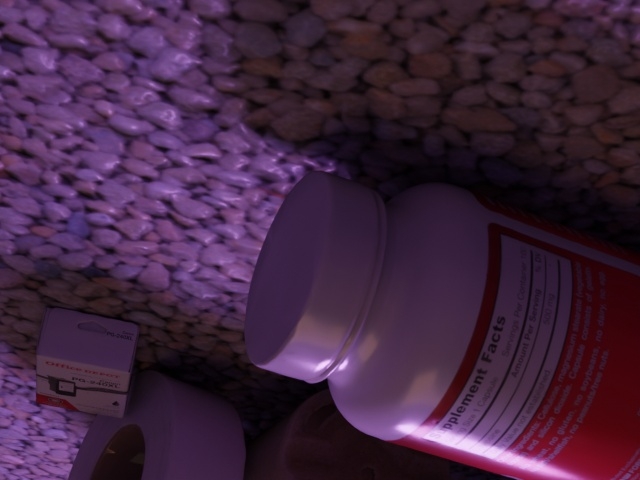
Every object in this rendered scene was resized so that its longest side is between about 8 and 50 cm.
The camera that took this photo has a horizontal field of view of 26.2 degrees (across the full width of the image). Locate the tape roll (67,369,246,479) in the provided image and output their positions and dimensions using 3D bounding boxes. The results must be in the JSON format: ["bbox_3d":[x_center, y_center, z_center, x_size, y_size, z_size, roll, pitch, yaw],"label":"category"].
[{"bbox_3d":[-0.206,0.303,1.631,0.100,0.286,0.286,24,147,-28],"label":"tape roll"}]

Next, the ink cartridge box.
[{"bbox_3d":[-0.271,0.143,1.590,0.109,0.063,0.150,11,151,-5],"label":"ink cartridge box"}]

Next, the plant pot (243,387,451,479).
[{"bbox_3d":[-0.004,0.342,1.658,0.333,0.334,0.305,19,139,-19],"label":"plant pot"}]

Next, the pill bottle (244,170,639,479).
[{"bbox_3d":[0.152,0.085,1.204,0.407,0.229,0.229,19,149,-18],"label":"pill bottle"}]
